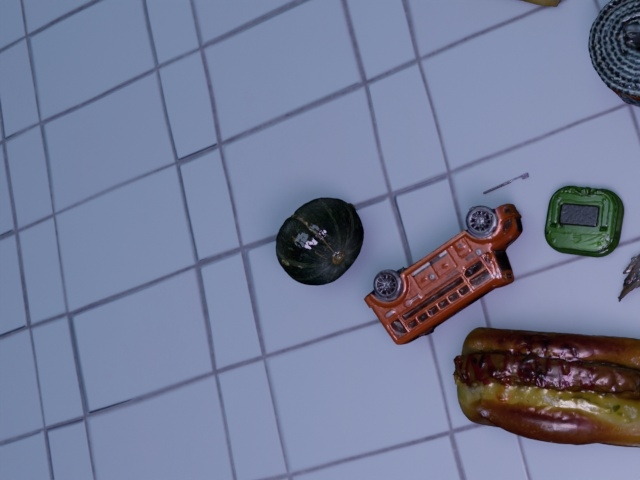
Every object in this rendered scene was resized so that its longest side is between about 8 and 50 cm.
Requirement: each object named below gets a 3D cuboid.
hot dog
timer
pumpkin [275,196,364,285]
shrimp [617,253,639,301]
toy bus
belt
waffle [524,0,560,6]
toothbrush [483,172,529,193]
[{"bbox_3d":[0.409,0.253,1.838,0.405,0.223,0.185,2,85,29],"label":"hot dog"},{"bbox_3d":[0.486,-0.036,1.943,0.140,0.047,0.128,8,84,29],"label":"timer"},{"bbox_3d":[-0.001,0.001,2.119,0.190,0.190,0.146,-41,49,16],"label":"pumpkin"},{"bbox_3d":[0.627,0.050,1.858,0.223,0.047,0.126,-41,75,15],"label":"shrimp"},{"bbox_3d":[0.255,0.061,2.002,0.329,0.143,0.153,-36,77,17],"label":"toy bus"},{"bbox_3d":[0.626,-0.337,1.855,0.295,0.160,0.207,17,89,30],"label":"belt"},{"bbox_3d":[0.407,-0.600,2.077,0.221,0.055,0.248,20,91,30],"label":"waffle"},{"bbox_3d":[0.361,-0.110,2.045,0.097,0.006,0.008,-23,75,23],"label":"toothbrush"}]
